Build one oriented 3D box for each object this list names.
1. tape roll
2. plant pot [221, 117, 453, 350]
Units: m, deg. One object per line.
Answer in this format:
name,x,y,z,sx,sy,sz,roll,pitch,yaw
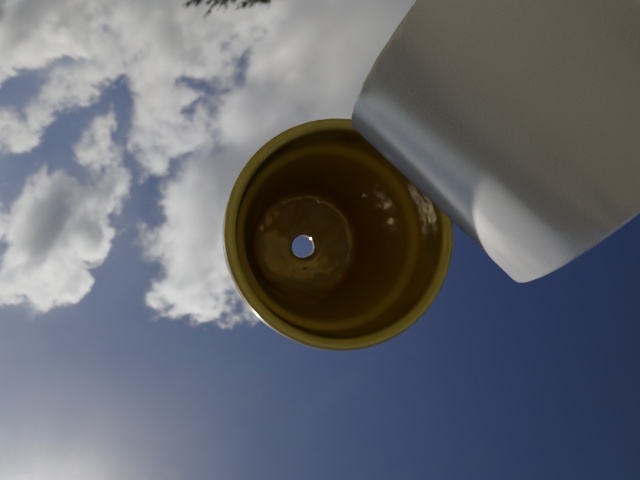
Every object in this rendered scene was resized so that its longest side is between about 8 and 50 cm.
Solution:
tape roll,0.164,-0.113,0.420,0.169,0.246,0.246,45,-78,5
plant pot,0.000,0.000,0.754,0.239,0.254,0.254,161,-48,-76
